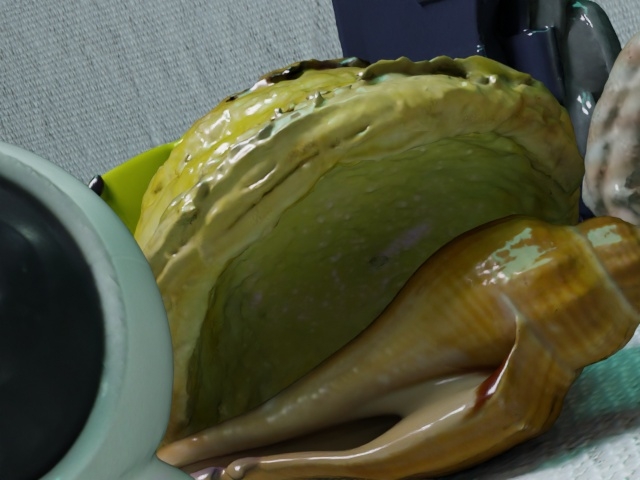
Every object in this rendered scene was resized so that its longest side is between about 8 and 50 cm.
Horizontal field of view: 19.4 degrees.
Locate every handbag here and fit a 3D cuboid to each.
[{"bbox_3d":[0.113,-0.109,1.268,0.118,0.325,0.269,-15,6,-21],"label":"handbag"}]

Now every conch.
[{"bbox_3d":[0.045,0.073,0.907,0.330,0.109,0.093,-30,-32,14],"label":"conch"}]

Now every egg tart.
[{"bbox_3d":[0.000,0.000,0.975,0.294,0.123,0.294,-23,-33,-16],"label":"egg tart"}]

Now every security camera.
[{"bbox_3d":[-0.146,0.073,0.741,0.194,0.236,0.194,-17,3,1],"label":"security camera"}]

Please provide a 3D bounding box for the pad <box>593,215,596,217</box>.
[{"bbox_3d":[0.166,0.006,1.607,0.267,0.004,0.181,-22,6,-38],"label":"pad"}]

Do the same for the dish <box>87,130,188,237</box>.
[{"bbox_3d":[-0.165,0.045,1.473,0.262,0.108,0.221,-49,-9,37],"label":"dish"}]

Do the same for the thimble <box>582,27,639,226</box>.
[{"bbox_3d":[0.271,-0.064,1.005,0.148,0.196,0.229,-20,-25,-50],"label":"thimble"}]
